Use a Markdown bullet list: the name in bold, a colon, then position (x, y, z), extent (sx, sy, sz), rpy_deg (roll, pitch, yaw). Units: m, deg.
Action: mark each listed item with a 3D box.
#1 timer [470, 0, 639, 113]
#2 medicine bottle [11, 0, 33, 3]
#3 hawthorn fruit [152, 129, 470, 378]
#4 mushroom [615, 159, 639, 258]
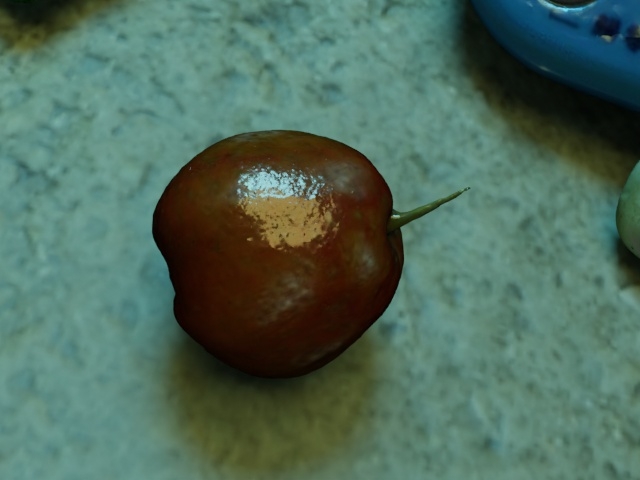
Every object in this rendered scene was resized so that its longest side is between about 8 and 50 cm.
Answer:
- **timer**: position (0.265, -0.212, 0.603), extent (0.340, 0.115, 0.309), rpy_deg (23, 98, 9)
- **medicine bottle**: position (-0.076, -0.237, 0.641), extent (0.111, 0.076, 0.309), rpy_deg (44, 63, 12)
- **hawthorn fruit**: position (-0.014, 0.008, 0.497), extent (0.140, 0.125, 0.125), rpy_deg (18, 58, 21)
- **mushroom**: position (0.212, -0.019, 0.600), extent (0.083, 0.067, 0.084), rpy_deg (-3, 107, -9)
